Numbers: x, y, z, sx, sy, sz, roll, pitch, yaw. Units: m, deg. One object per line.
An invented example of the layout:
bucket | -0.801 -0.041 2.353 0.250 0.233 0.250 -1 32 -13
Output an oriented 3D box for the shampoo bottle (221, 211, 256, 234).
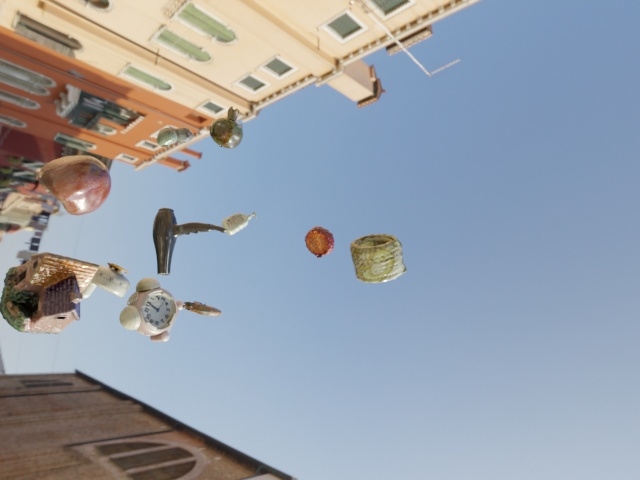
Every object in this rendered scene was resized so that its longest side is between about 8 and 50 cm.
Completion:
shampoo bottle | -0.341 -0.085 1.728 0.077 0.152 0.045 51 -30 13

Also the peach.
peach | -0.603 -0.147 1.025 0.152 0.152 0.152 -14 -110 43

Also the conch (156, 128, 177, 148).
conch | -0.616 -0.415 1.631 0.085 0.076 0.057 -86 -164 -44

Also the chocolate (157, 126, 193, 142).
chocolate | -0.650 -0.469 1.818 0.166 0.072 0.072 3 -99 12

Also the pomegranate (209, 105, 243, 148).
pomegranate | -0.309 -0.380 1.371 0.114 0.114 0.142 16 -95 46

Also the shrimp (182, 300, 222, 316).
shrimp | -0.649 0.369 2.226 0.150 0.248 0.068 12 -101 35

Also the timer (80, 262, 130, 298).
timer | -1.206 0.248 2.279 0.233 0.233 0.240 4 -119 46

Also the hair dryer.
hair dryer | -0.374 -0.006 1.166 0.219 0.075 0.196 -6 -104 7

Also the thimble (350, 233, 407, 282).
thimble | 0.204 0.063 1.434 0.190 0.137 0.144 -4 -67 17

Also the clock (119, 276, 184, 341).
clock | -1.048 0.432 2.526 0.184 0.326 0.342 -11 -133 25

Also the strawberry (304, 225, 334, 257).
strawberry | 0.000 0.000 1.808 0.145 0.086 0.145 22 -54 33

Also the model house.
model house | -0.920 0.163 1.389 0.237 0.202 0.237 -32 -126 20
